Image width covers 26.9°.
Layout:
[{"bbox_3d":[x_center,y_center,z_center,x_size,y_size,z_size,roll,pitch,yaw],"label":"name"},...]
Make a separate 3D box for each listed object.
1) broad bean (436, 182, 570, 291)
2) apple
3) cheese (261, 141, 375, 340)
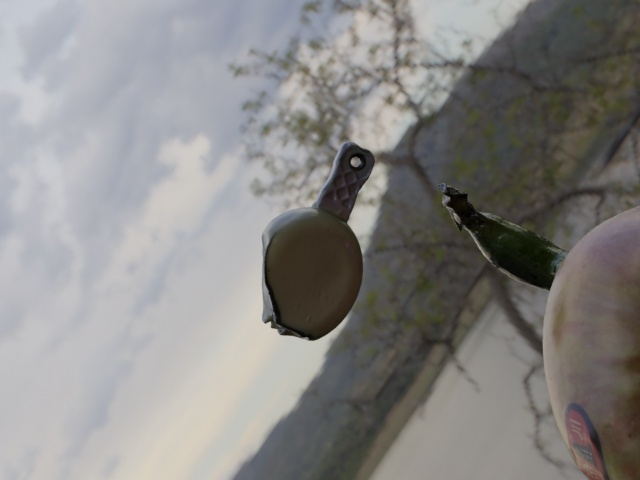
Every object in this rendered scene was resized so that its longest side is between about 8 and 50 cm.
[{"bbox_3d":[0.240,0.017,1.156,0.049,0.292,0.144,-61,-37,-22],"label":"broad bean"},{"bbox_3d":[0.279,0.090,0.936,0.261,0.261,0.194,-56,-20,-1],"label":"apple"},{"bbox_3d":[-0.007,-0.001,1.125,0.047,0.092,0.171,-163,79,-70],"label":"cheese"}]
